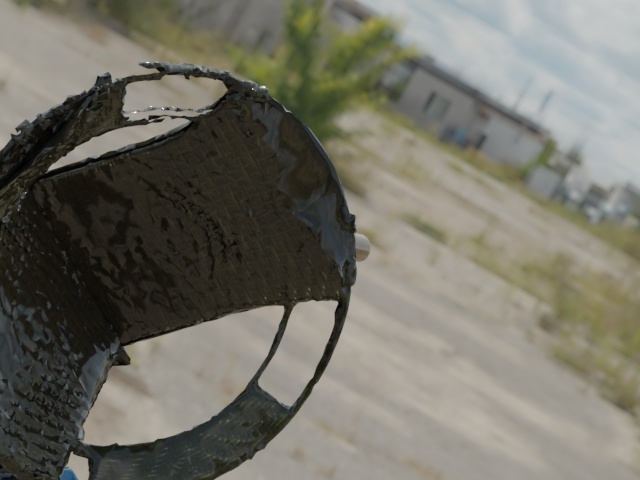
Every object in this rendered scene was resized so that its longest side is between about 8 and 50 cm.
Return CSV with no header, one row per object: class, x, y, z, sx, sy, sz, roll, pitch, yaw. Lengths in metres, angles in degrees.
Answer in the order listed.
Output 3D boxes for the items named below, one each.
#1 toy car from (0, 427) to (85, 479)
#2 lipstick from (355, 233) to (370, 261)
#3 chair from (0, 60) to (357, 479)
toy car,-0.203,0.155,1.007,0.314,0.166,0.198,31,-35,52
lipstick,0.000,0.000,1.156,0.019,0.019,0.094,32,10,30
chair,-0.101,0.027,0.757,0.149,0.213,0.174,-72,142,-54
